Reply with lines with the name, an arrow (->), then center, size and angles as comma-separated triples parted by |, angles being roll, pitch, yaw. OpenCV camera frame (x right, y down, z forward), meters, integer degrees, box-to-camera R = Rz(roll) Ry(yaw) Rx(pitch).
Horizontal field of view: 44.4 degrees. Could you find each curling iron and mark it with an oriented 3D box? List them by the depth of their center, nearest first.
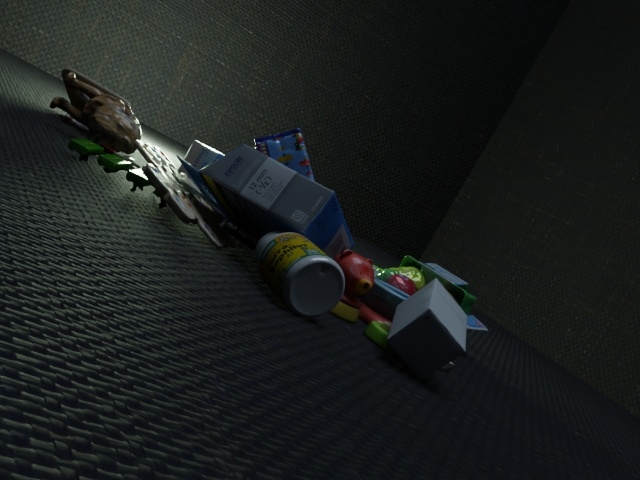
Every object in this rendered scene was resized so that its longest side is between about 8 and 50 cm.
curling iron -> -0.323, -0.108, 1.975 | 0.274, 0.035, 0.068 | 32, 9, 34

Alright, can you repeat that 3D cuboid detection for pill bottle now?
pill bottle -> -0.047, 0.052, 1.454 | 0.117, 0.118, 0.208 | 27, 6, -29

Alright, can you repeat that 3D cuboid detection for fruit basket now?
fruit basket -> 0.245, 0.136, 2.088 | 0.353, 0.165, 0.327 | 20, 11, -48

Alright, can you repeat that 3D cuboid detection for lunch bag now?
lunch bag -> -0.099, -0.162, 2.270 | 0.138, 0.221, 0.293 | -14, -10, -6

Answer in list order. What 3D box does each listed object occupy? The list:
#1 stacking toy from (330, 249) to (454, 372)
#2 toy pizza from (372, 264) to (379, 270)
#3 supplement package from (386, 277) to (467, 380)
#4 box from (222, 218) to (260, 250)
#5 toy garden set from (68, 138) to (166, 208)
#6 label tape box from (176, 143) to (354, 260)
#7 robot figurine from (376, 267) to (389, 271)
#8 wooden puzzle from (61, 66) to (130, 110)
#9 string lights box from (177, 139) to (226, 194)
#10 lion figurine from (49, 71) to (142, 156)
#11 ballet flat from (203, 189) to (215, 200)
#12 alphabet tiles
stacking toy -> 0.157, 0.143, 1.658 | 0.279, 0.130, 0.309 | 33, 6, 37
toy pizza -> 0.146, 0.081, 2.822 | 0.201, 0.032, 0.201 | 30, 5, -3
supplement package -> 0.204, 0.164, 1.479 | 0.105, 0.105, 0.179 | 51, 18, -4
box -> -0.116, 0.014, 1.880 | 0.184, 0.045, 0.190 | 35, 6, 26
toy garden set -> -0.416, -0.142, 1.721 | 0.244, 0.049, 0.204 | 29, 7, -2
label tape box -> -0.112, -0.082, 1.673 | 0.347, 0.115, 0.249 | 32, -14, 25
robot figurine -> 0.226, 0.135, 2.527 | 0.115, 0.067, 0.101 | 31, -15, 18
wooden puzzle -> -0.643, -0.372, 2.265 | 0.221, 0.044, 0.239 | 30, -25, 3
string lights box -> -0.304, -0.192, 2.365 | 0.076, 0.133, 0.259 | 34, 6, 35
lion figurine -> -0.561, -0.309, 2.043 | 0.240, 0.142, 0.392 | 32, 2, -9
ballet flat -> -0.215, -0.132, 2.197 | 0.139, 0.139, 0.400 | 30, 19, 2
alphabet tiles -> -0.282, -0.090, 1.634 | 0.278, 0.021, 0.284 | 52, 6, 4
